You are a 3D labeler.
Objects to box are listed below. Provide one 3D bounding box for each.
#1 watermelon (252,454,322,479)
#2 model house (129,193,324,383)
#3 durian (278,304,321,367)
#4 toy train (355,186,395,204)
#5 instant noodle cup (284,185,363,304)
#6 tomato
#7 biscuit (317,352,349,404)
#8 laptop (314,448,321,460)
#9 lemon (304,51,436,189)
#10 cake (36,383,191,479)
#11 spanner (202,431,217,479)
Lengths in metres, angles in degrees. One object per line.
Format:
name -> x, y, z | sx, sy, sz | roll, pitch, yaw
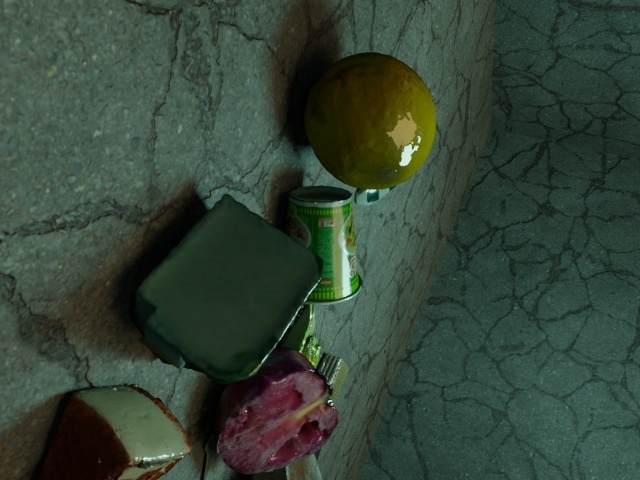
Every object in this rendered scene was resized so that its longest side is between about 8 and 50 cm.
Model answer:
watermelon -> -0.088, 0.668, 1.445 | 0.264, 0.151, 0.301 | 33, 55, -65
model house -> -0.170, 0.118, 0.909 | 0.280, 0.230, 0.248 | -53, 176, -33
durian -> -0.066, 0.311, 1.398 | 0.107, 0.132, 0.374 | 12, 100, -40
toy train -> 0.236, -0.239, 1.694 | 0.407, 0.088, 0.086 | -53, 152, -36
instant noodle cup -> 0.000, 0.000, 1.213 | 0.207, 0.207, 0.232 | -33, 128, -57
tomato -> -0.123, 0.378, 1.227 | 0.290, 0.176, 0.334 | -29, 132, -11
biscuit -> -0.030, 0.585, 1.729 | 0.425, 0.079, 0.144 | -64, 156, -19
laptop -> -0.047, 0.704, 1.663 | 0.180, 0.016, 0.129 | 16, 92, -66
lemon -> 0.107, -0.253, 1.129 | 0.297, 0.297, 0.297 | -49, 149, -44
cake -> -0.361, 0.337, 0.803 | 0.262, 0.159, 0.158 | -37, 158, 7
spanner -> -0.270, 0.580, 1.245 | 0.071, 0.018, 0.301 | -17, 122, -63
